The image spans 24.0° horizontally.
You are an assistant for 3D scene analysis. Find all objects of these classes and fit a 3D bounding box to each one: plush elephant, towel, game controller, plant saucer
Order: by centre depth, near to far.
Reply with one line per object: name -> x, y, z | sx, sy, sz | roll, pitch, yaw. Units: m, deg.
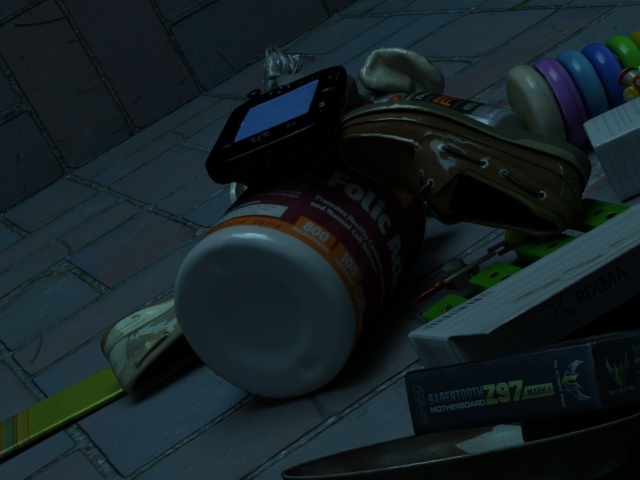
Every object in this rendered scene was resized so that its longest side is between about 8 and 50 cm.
plant saucer -> 0.123, 0.185, 1.247 | 0.311, 0.050, 0.310 | -10, -4, -1
game controller -> -0.048, -0.150, 1.873 | 0.166, 0.067, 0.319 | -30, 15, 13
towel -> -0.373, 0.246, 2.093 | 0.237, 0.021, 0.102 | -28, 22, -1
plush elephant -> 0.049, -0.152, 2.260 | 0.255, 0.272, 0.330 | 4, 49, -13

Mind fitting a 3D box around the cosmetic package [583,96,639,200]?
cosmetic package -> 0.444, -0.144, 1.820 | 0.231, 0.085, 0.117 | -26, 17, 11

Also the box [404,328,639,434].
box -> 0.212, 0.116, 1.291 | 0.183, 0.059, 0.233 | -13, -6, 38

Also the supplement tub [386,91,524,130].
supplement tub -> 0.176, -0.141, 2.085 | 0.190, 0.117, 0.117 | 16, 43, 36

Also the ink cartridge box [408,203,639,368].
ink cartridge box -> 0.255, 0.047, 1.470 | 0.296, 0.066, 0.261 | -29, 3, -12

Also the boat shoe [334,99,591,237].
boat shoe -> 0.148, -0.079, 1.723 | 0.307, 0.110, 0.104 | 10, 54, 22

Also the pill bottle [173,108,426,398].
pill bottle -> 0.000, 0.000, 1.862 | 0.224, 0.224, 0.392 | -18, 20, 32

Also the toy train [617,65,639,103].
toy train -> 0.429, -0.202, 1.939 | 0.046, 0.166, 0.125 | 36, 84, 29

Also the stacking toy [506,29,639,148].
stacking toy -> 0.428, -0.228, 2.057 | 0.330, 0.141, 0.141 | -22, 16, -5

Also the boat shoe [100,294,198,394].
boat shoe -> -0.146, 0.104, 2.030 | 0.302, 0.109, 0.098 | -29, 56, -5

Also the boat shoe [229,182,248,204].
boat shoe -> -0.030, -0.127, 2.483 | 0.097, 0.116, 0.324 | -19, 13, 39

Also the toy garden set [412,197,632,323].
toy garden set -> 0.222, 0.037, 1.711 | 0.244, 0.049, 0.204 | -34, 19, -15
